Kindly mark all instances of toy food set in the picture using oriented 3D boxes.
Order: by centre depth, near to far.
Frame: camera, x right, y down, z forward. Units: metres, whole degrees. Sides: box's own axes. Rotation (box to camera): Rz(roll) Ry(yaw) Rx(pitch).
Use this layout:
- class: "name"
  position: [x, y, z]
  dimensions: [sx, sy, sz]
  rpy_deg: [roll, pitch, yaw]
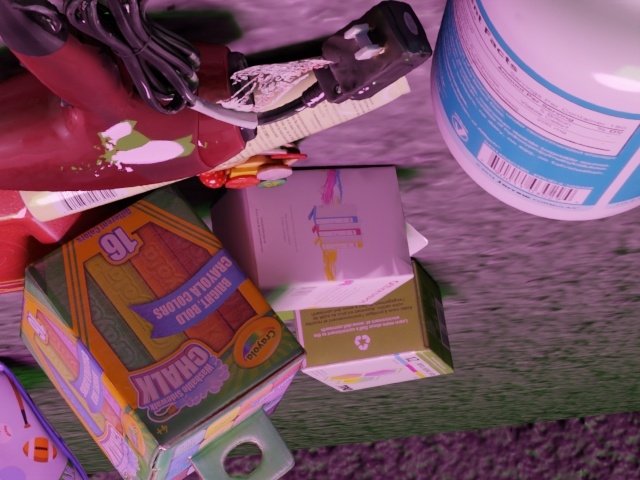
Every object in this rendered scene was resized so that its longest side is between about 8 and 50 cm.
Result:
- class: "toy food set"
  position: [-0.052, -0.054, 1.030]
  dimensions: [0.082, 0.020, 0.083]
  rpy_deg: [-5, 166, -12]

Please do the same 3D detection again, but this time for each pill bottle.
- class: "pill bottle"
  position: [0.131, -0.108, 0.650]
  dimensions: [0.146, 0.146, 0.264]
  rpy_deg: [-7, 167, -4]

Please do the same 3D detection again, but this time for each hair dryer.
- class: "hair dryer"
  position: [-0.114, -0.091, 0.752]
  dimensions: [0.223, 0.080, 0.293]
  rpy_deg: [14, 152, -41]

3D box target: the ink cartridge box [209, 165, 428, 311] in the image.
- class: "ink cartridge box"
  position: [0.000, 0.000, 1.134]
  dimensions: [0.143, 0.090, 0.092]
  rpy_deg: [-4, 166, -22]

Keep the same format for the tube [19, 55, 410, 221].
- class: "tube"
  position: [-0.065, -0.071, 0.893]
  dimensions: [0.240, 0.062, 0.070]
  rpy_deg: [-15, -151, 7]

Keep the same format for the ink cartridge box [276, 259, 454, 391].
- class: "ink cartridge box"
  position: [-0.004, 0.103, 1.543]
  dimensions: [0.255, 0.097, 0.189]
  rpy_deg: [-12, 166, 11]

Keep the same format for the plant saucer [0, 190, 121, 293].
- class: "plant saucer"
  position: [-0.283, 0.002, 1.072]
  dimensions: [0.258, 0.047, 0.259]
  rpy_deg: [-9, 167, 3]

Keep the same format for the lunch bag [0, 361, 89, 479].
- class: "lunch bag"
  position: [-0.410, 0.276, 1.602]
  dimensions: [0.303, 0.243, 0.115]
  rpy_deg: [-42, -170, -39]

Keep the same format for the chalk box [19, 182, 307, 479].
- class: "chalk box"
  position: [-0.105, 0.093, 1.078]
  dimensions: [0.132, 0.213, 0.132]
  rpy_deg: [-34, 166, -26]
